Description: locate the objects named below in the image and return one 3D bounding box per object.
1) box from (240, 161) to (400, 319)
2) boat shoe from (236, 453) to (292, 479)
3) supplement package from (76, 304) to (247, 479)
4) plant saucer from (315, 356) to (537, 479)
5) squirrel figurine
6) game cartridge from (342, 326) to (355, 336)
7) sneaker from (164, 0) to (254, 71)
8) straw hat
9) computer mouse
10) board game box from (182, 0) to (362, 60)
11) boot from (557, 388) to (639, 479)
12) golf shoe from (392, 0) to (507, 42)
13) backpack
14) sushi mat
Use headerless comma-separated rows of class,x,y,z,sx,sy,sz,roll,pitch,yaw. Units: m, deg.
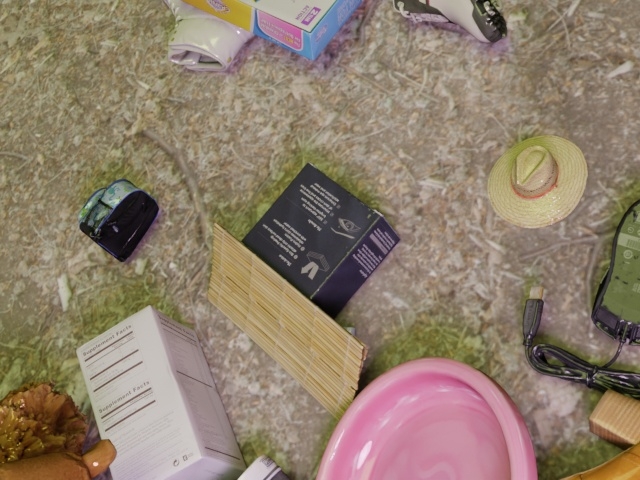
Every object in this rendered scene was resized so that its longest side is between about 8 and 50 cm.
box,0.000,0.000,1.240,0.156,0.093,0.158,39,87,32
boat shoe,-0.134,0.422,1.120,0.102,0.108,0.301,42,93,14
supplement package,-0.226,0.240,1.213,0.134,0.139,0.244,-31,58,8
plant saucer,0.124,0.305,1.004,0.332,0.084,0.332,-33,44,38
squirrel figurine,-0.394,0.357,1.077,0.397,0.281,0.370,60,140,38
game cartridge,0.007,0.149,1.220,0.083,0.017,0.055,-1,72,24
sneaker,-0.243,-0.399,1.509,0.293,0.108,0.169,28,79,29
straw hat,0.290,-0.094,1.170,0.145,0.061,0.144,-9,66,20
computer mouse,0.359,0.066,1.077,0.184,0.060,0.261,13,86,23
board game box,-0.079,-0.454,1.415,0.317,0.064,0.242,29,67,19
boot,0.351,0.325,0.942,0.211,0.104,0.295,28,79,30
golf shoe,0.186,-0.371,1.326,0.120,0.105,0.272,-46,51,19
backpack,-0.330,-0.041,1.398,0.084,0.105,0.114,32,79,30
sushi mat,-0.055,0.114,1.205,0.019,0.151,0.317,-22,48,-39
